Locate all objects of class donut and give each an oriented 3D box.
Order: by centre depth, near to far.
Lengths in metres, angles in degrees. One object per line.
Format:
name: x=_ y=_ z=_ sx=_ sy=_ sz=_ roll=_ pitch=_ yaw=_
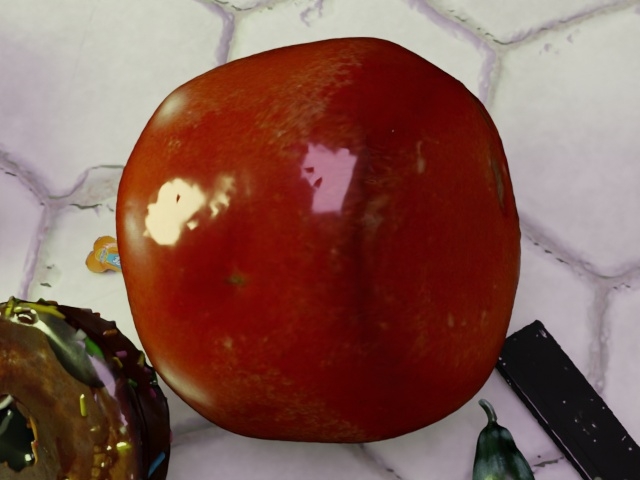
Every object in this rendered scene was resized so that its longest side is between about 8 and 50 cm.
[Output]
donut: x=-0.217 y=0.148 z=1.430 sx=0.230 sy=0.096 sz=0.216 roll=25 pitch=110 yaw=29

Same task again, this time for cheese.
cheese: x=-0.155 y=0.026 z=1.562 sx=0.111 sy=0.017 sz=0.047 roll=18 pitch=65 yaw=11

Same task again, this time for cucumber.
cucumber: x=0.166 y=0.247 z=1.424 sx=0.056 sy=0.056 sz=0.250 roll=-16 pitch=67 yaw=-4

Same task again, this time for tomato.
tomato: x=0.000 y=0.000 z=1.405 sx=0.293 sy=0.290 sz=0.325 roll=3 pitch=100 yaw=21

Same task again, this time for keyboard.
keyboard: x=0.219 y=0.155 z=1.483 sx=0.060 sy=0.018 sz=0.195 roll=-29 pitch=67 yaw=-17
